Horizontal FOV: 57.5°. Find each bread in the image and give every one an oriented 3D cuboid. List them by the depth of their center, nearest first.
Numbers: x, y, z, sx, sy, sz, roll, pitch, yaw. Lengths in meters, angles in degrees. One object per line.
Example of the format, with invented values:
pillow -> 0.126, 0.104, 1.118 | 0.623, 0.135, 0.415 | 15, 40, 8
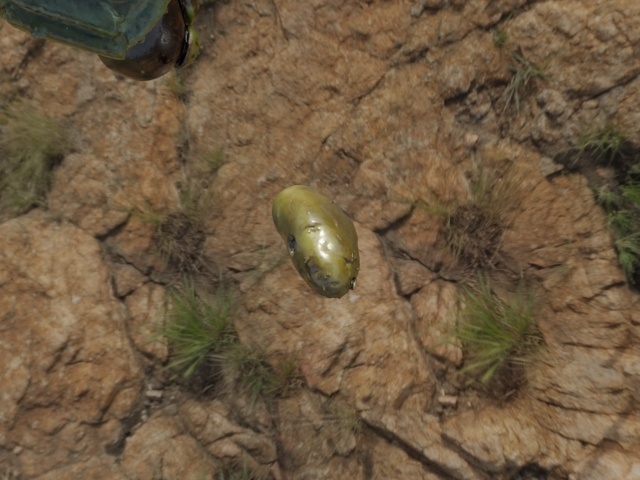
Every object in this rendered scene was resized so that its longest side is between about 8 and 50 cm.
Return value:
bread -> -0.299, -0.317, 0.680 | 0.257, 0.124, 0.185 | 9, 123, -10

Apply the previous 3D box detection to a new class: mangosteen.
mangosteen -> -0.279, -0.369, 0.959 | 0.217, 0.192, 0.192 | -28, 80, -27

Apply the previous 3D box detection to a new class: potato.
potato -> 0.000, 0.000, 1.166 | 0.141, 0.191, 0.296 | -32, 39, 10
